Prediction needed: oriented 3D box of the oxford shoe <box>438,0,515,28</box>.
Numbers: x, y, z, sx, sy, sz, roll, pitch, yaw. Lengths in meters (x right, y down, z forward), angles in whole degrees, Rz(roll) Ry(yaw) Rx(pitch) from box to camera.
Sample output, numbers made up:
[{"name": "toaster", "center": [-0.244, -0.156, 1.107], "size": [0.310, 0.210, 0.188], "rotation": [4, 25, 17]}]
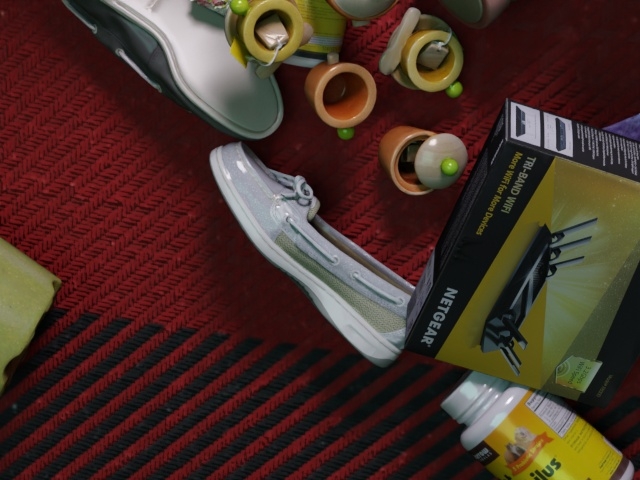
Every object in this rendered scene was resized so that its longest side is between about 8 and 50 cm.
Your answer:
[{"name": "oxford shoe", "center": [0.113, -0.418, 1.850], "size": [0.146, 0.140, 0.397], "rotation": [-32, 86, -16]}]

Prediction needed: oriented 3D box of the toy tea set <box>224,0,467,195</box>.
[{"name": "toy tea set", "center": [0.065, -0.188, 1.839], "size": [0.200, 0.124, 0.336], "rotation": [-49, 120, -1]}]

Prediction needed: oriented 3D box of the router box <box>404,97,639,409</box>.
[{"name": "router box", "center": [0.253, 0.022, 1.825], "size": [0.243, 0.081, 0.309], "rotation": [16, 129, -7]}]

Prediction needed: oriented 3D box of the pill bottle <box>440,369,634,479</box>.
[{"name": "pill bottle", "center": [0.241, 0.228, 1.940], "size": [0.215, 0.117, 0.117], "rotation": [42, 108, 3]}]

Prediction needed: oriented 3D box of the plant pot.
[{"name": "plant pot", "center": [-0.455, 0.067, 2.023], "size": [0.254, 0.276, 0.276], "rotation": [28, 107, -5]}]

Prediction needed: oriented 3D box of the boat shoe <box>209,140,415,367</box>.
[{"name": "boat shoe", "center": [0.001, 0.001, 1.958], "size": [0.103, 0.118, 0.320], "rotation": [-41, 94, 10]}]

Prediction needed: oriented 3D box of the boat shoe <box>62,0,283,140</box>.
[{"name": "boat shoe", "center": [-0.178, -0.235, 1.970], "size": [0.335, 0.095, 0.112], "rotation": [43, 69, -1]}]

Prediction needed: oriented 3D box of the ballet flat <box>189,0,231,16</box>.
[{"name": "ballet flat", "center": [-0.104, -0.367, 1.901], "size": [0.077, 0.091, 0.241], "rotation": [1, 95, -22]}]

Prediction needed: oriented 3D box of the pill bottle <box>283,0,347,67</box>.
[{"name": "pill bottle", "center": [-0.013, -0.290, 1.900], "size": [0.103, 0.103, 0.184], "rotation": [15, 105, 10]}]

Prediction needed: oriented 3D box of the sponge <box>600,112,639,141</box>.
[{"name": "sponge", "center": [0.392, -0.046, 1.890], "size": [0.117, 0.031, 0.210], "rotation": [-24, 94, 16]}]
